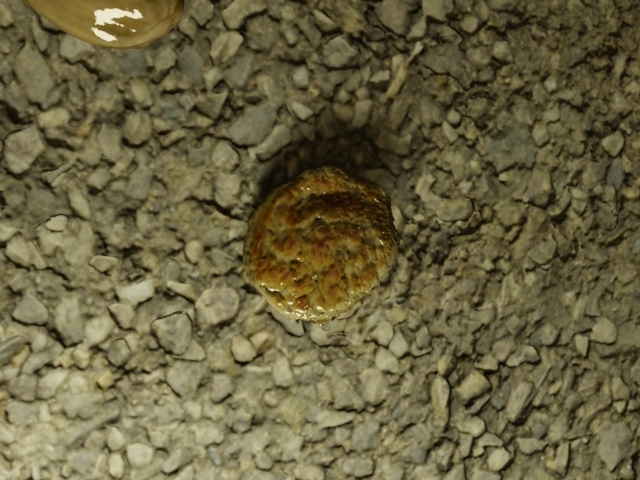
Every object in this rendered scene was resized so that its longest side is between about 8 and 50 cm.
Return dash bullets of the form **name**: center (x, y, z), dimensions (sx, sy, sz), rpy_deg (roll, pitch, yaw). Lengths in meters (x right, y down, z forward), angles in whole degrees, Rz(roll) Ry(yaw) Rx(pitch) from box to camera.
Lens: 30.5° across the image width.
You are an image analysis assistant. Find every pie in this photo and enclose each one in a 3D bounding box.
- **pie**: center (0.000, 0.000, 1.342), dimensions (0.193, 0.079, 0.163), rpy_deg (-39, 100, -17)

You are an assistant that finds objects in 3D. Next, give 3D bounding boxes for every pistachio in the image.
- **pistachio**: center (-0.227, -0.258, 1.191), dimensions (0.185, 0.108, 0.126), rpy_deg (14, 65, -19)
